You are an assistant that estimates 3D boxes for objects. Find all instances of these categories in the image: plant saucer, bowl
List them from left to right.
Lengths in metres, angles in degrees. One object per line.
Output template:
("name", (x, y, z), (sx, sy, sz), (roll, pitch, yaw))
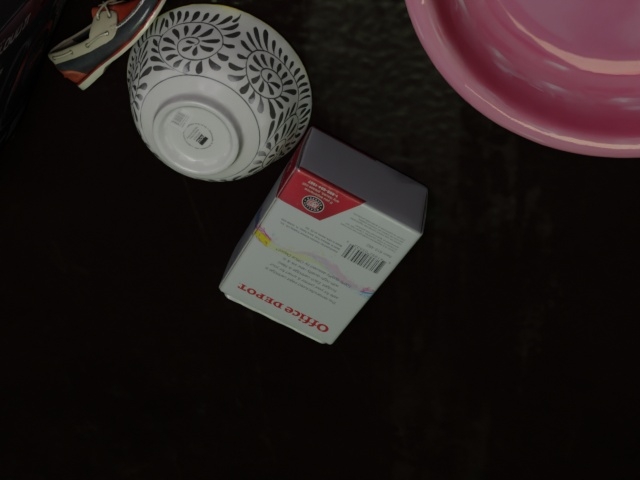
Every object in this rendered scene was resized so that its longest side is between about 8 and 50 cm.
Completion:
("bowl", (-0.097, -0.108, 0.800), (0.170, 0.080, 0.170), (6, 130, 7))
("plant saucer", (0.222, -0.213, 0.638), (0.332, 0.084, 0.332), (6, 130, 8))

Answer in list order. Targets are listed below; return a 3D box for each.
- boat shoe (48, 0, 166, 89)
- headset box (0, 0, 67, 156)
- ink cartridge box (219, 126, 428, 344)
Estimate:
("boat shoe", (-0.178, -0.177, 0.784), (0.137, 0.049, 0.043), (-30, 116, 37))
("headset box", (-0.286, -0.146, 0.720), (0.110, 0.218, 0.293), (27, 131, -12))
("ink cartridge box", (0.000, 0.000, 0.872), (0.127, 0.072, 0.175), (27, 130, -11))
